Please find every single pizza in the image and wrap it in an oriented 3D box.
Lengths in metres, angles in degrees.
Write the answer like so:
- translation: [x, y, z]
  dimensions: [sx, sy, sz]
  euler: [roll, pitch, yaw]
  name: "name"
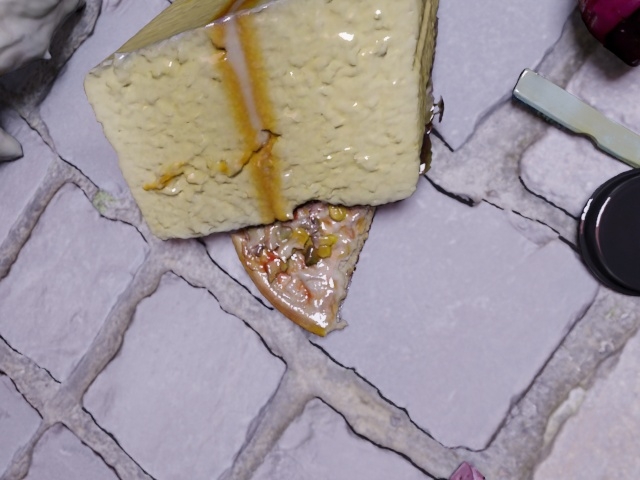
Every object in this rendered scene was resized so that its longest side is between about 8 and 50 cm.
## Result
- translation: [0.000, 0.000, 0.509]
  dimensions: [0.185, 0.052, 0.195]
  euler: [45, 95, 8]
  name: "pizza"

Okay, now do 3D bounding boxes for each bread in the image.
- translation: [-0.020, -0.228, 0.522]
  dimensions: [0.345, 0.242, 0.405]
  euler: [-1, 45, 19]
  name: "bread"

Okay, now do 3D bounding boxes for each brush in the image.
- translation: [0.288, -0.127, 0.472]
  dimensions: [0.178, 0.030, 0.033]
  euler: [32, 86, 2]
  name: "brush"

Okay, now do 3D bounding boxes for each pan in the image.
- translation: [0.364, -0.052, 0.441]
  dimensions: [0.136, 0.028, 0.235]
  euler: [30, 92, 3]
  name: "pan"

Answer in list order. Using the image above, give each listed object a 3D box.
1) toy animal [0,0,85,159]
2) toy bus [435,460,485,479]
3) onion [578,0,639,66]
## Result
- translation: [-0.438, -0.217, 0.572]
  dimensions: [0.308, 0.266, 0.188]
  euler: [-32, 95, -34]
  name: "toy animal"
- translation: [0.119, 0.336, 0.455]
  dimensions: [0.090, 0.063, 0.203]
  euler: [38, 96, 9]
  name: "toy bus"
- translation: [0.338, -0.273, 0.372]
  dimensions: [0.195, 0.218, 0.140]
  euler: [-27, 81, 1]
  name: "onion"
